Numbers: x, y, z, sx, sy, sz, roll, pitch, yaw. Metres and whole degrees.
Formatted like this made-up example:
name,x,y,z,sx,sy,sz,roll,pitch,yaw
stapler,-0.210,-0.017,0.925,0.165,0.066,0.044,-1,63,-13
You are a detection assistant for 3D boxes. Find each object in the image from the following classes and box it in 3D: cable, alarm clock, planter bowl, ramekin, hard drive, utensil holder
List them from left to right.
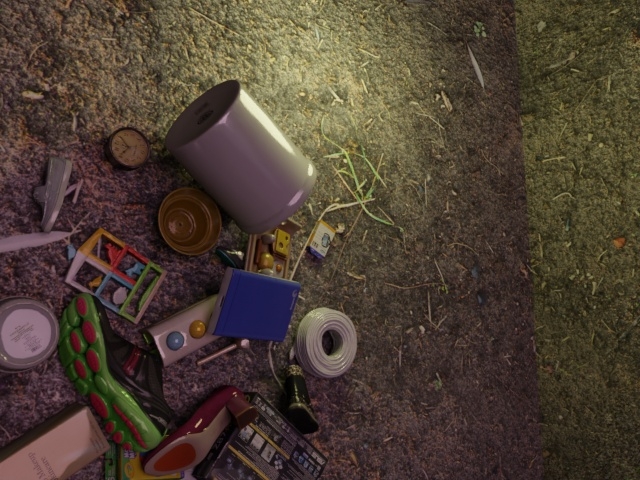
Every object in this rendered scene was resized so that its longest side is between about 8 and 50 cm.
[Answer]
name,x,y,z,sx,sy,sz,roll,pitch,yaw
ramekin,-0.795,0.246,1.607,0.207,0.109,0.207,7,78,-37
alarm clock,-0.611,-0.287,1.864,0.192,0.064,0.129,22,70,-36
planter bowl,-0.434,-0.056,1.946,0.217,0.090,0.217,6,80,-37
utensil holder,-0.251,-0.263,1.929,0.385,0.327,0.327,48,57,-35
hard drive,-0.204,0.213,1.952,0.318,0.040,0.210,17,90,-50
cable,0.021,0.374,2.228,0.257,0.089,0.257,23,69,-33

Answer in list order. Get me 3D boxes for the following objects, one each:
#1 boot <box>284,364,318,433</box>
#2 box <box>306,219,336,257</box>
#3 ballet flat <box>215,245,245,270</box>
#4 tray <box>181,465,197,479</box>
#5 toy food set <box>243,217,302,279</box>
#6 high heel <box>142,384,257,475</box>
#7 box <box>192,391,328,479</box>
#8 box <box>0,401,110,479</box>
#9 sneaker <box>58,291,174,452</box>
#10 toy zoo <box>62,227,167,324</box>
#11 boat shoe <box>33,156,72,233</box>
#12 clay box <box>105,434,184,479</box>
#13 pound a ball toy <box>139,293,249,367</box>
name,x,y,z,sx,sy,sz,roll,pitch,yaw
boot,-0.067,0.560,2.122,0.236,0.085,0.178,72,5,-50
box,0.000,0.000,2.313,0.081,0.028,0.136,38,64,-27
ballet flat,-0.277,0.081,2.060,0.074,0.074,0.203,-51,119,-31
tray,-0.474,0.742,1.825,0.270,0.030,0.145,16,74,-35
toy food set,-0.150,0.057,2.104,0.220,0.092,0.306,29,62,-49
high heel,-0.388,0.573,1.855,0.377,0.181,0.127,-19,116,-34
box,-0.183,0.743,1.994,0.395,0.097,0.318,49,51,-22
box,-0.736,0.575,1.591,0.311,0.121,0.148,-33,104,-37
sneaker,-0.581,0.368,1.742,0.483,0.185,0.202,65,26,-7
toy zoo,-0.625,0.096,1.812,0.293,0.030,0.192,40,61,-27
boat shoe,-0.768,-0.132,1.717,0.081,0.079,0.227,16,68,-25
clay box,-0.512,0.639,1.775,0.222,0.053,0.127,13,54,-37
pound a ball toy,-0.372,0.306,1.908,0.319,0.136,0.208,-25,98,-37
